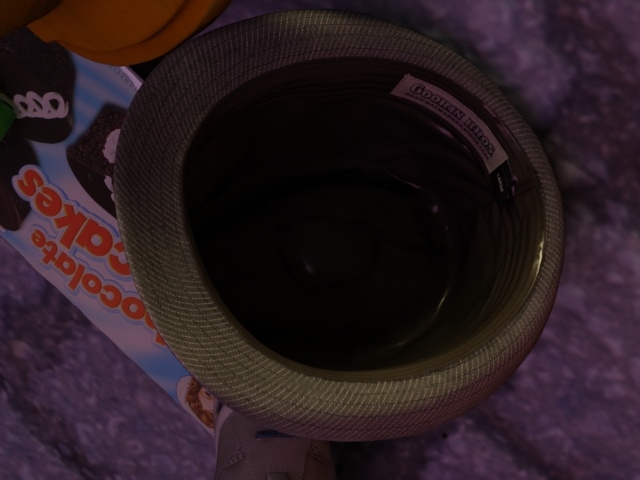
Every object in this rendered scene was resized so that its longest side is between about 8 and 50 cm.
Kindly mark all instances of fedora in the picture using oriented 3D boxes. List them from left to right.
[{"bbox_3d":[0.000,0.000,0.828,0.124,0.275,0.243,-38,73,60],"label":"fedora"}]

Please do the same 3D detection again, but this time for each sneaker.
[{"bbox_3d":[-0.033,0.206,0.981,0.105,0.115,0.281,-4,136,4],"label":"sneaker"}]

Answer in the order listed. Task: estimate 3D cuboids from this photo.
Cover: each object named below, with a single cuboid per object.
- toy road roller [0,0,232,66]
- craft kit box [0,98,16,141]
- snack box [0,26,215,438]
[{"bbox_3d":[-0.172,-0.237,0.779,0.329,0.240,0.202,43,127,2],"label":"toy road roller"},{"bbox_3d":[-0.364,-0.125,0.938,0.250,0.061,0.246,-13,132,35],"label":"craft kit box"},{"bbox_3d":[-0.116,-0.026,0.974,0.322,0.060,0.187,43,128,1],"label":"snack box"}]
